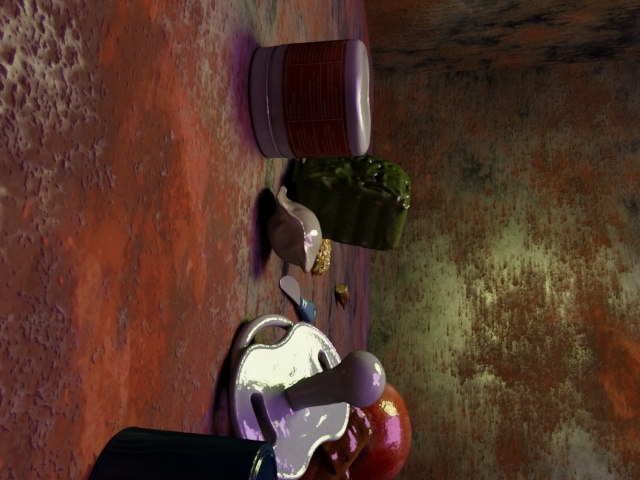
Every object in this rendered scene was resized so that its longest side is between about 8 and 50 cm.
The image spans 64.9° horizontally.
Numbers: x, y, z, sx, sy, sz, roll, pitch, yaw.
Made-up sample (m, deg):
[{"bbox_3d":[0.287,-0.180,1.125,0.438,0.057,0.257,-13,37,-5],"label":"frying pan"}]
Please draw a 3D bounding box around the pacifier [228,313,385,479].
[{"bbox_3d":[-0.006,0.213,0.767,0.287,0.225,0.238,-7,78,-60],"label":"pacifier"}]

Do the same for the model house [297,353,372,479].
[{"bbox_3d":[-0.012,0.347,0.975,0.199,0.219,0.229,-43,144,-13],"label":"model house"}]

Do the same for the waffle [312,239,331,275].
[{"bbox_3d":[0.000,0.005,1.360,0.191,0.038,0.191,-1,90,-79],"label":"waffle"}]

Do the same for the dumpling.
[{"bbox_3d":[-0.052,-0.031,0.918,0.169,0.099,0.134,-81,163,-45],"label":"dumpling"}]

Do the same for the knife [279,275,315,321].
[{"bbox_3d":[-0.053,0.123,1.123,0.244,0.032,0.058,64,30,-58],"label":"knife"}]

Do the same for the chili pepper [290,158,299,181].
[{"bbox_3d":[-0.057,-0.157,1.119,0.030,0.017,0.083,67,22,-56],"label":"chili pepper"}]

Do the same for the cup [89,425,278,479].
[{"bbox_3d":[-0.118,0.241,0.435,0.150,0.138,0.113,-75,161,-55],"label":"cup"}]

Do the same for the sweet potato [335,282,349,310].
[{"bbox_3d":[0.079,0.202,1.753,0.049,0.049,0.117,-77,163,-52],"label":"sweet potato"}]

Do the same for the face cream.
[{"bbox_3d":[-0.010,-0.251,0.907,0.201,0.187,0.201,-1,90,-80],"label":"face cream"}]

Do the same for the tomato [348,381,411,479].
[{"bbox_3d":[0.086,0.446,1.175,0.265,0.264,0.265,0,90,-80],"label":"tomato"}]

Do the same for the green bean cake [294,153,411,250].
[{"bbox_3d":[0.074,-0.103,1.144,0.247,0.249,0.156,-70,170,-60],"label":"green bean cake"}]
